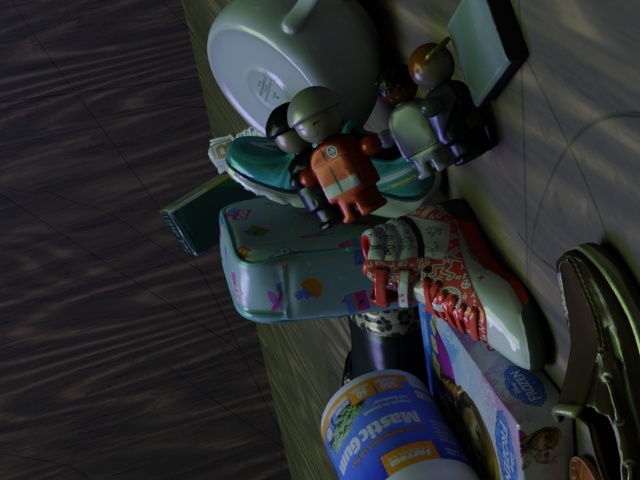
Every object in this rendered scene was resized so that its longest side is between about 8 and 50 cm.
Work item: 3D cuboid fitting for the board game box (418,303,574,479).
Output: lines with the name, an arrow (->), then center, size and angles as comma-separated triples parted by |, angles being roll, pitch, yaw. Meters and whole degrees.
board game box -> 0.210, 0.240, 1.567 | 0.318, 0.066, 0.318 | -122, 18, -58

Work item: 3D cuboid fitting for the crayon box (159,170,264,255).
crayon box -> -0.082, -0.095, 2.005 | 0.083, 0.323, 0.203 | 58, 172, -7

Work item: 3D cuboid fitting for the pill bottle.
pill bottle -> 0.108, 0.290, 1.570 | 0.272, 0.152, 0.152 | -120, 17, -54

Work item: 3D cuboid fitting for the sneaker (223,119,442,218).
sneaker -> 0.015, -0.106, 1.619 | 0.107, 0.275, 0.110 | -68, -22, -48

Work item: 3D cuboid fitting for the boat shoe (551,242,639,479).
boat shoe -> 0.242, 0.127, 1.119 | 0.095, 0.095, 0.257 | 100, 152, -69

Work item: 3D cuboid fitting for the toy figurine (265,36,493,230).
toy figurine -> 0.058, -0.118, 1.416 | 0.148, 0.210, 0.213 | 63, 171, -2

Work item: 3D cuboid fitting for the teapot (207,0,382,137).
teapot -> -0.010, -0.250, 1.712 | 0.256, 0.187, 0.252 | 11, 140, 51

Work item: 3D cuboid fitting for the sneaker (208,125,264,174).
sneaker -> -0.125, -0.178, 2.476 | 0.292, 0.169, 0.108 | 107, 148, -70

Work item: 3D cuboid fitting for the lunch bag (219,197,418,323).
lunch bag -> 0.014, 0.010, 1.701 | 0.224, 0.279, 0.107 | -120, 25, -64

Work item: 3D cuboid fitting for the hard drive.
hard drive -> 0.160, -0.195, 1.280 | 0.135, 0.022, 0.094 | 117, 136, -76

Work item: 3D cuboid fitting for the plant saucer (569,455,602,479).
plant saucer -> 0.281, 0.262, 1.360 | 0.083, 0.013, 0.083 | 163, 90, -80

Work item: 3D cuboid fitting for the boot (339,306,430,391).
boot -> 0.092, 0.151, 1.892 | 0.377, 0.138, 0.284 | -100, 4, -71

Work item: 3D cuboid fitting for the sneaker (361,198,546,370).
sneaker -> 0.136, 0.064, 1.463 | 0.270, 0.145, 0.090 | -117, 15, -46
